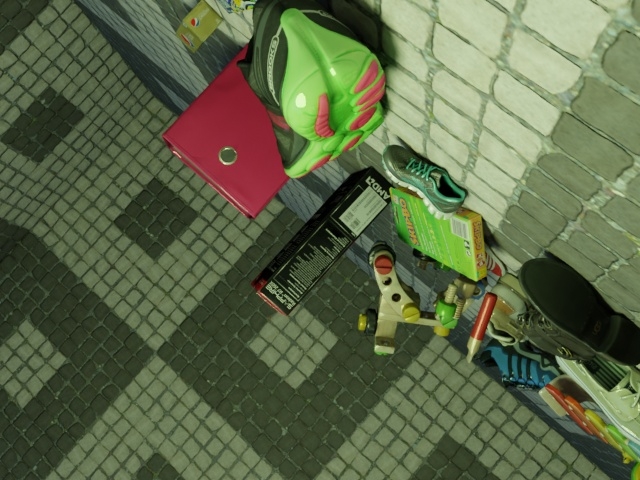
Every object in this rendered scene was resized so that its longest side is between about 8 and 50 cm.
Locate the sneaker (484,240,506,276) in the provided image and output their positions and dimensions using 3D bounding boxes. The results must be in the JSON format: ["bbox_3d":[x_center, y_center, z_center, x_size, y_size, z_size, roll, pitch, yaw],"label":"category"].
[{"bbox_3d":[0.314,0.049,1.276,0.118,0.067,0.042,45,174,-32],"label":"sneaker"}]

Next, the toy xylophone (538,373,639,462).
[{"bbox_3d":[0.604,0.375,1.394,0.236,0.081,0.322,44,174,-20],"label":"toy xylophone"}]

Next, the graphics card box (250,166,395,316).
[{"bbox_3d":[0.000,0.000,1.493,0.094,0.371,0.233,42,174,-7],"label":"graphics card box"}]

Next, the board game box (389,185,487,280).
[{"bbox_3d":[0.221,-0.023,1.256,0.259,0.039,0.124,30,139,55],"label":"board game box"}]

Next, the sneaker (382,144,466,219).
[{"bbox_3d":[0.178,-0.108,1.091,0.166,0.065,0.076,39,159,-6],"label":"sneaker"}]

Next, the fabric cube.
[{"bbox_3d":[-0.159,-0.223,1.423,0.254,0.258,0.259,43,175,-9],"label":"fabric cube"}]

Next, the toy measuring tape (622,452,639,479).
[{"bbox_3d":[0.927,0.665,1.691,0.330,0.121,0.121,39,174,23],"label":"toy measuring tape"}]

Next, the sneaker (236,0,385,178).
[{"bbox_3d":[-0.015,-0.233,0.984,0.202,0.185,0.483,59,173,4],"label":"sneaker"}]

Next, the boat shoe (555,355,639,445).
[{"bbox_3d":[0.564,0.284,1.218,0.302,0.109,0.094,41,174,30],"label":"boat shoe"}]

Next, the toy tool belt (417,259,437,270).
[{"bbox_3d":[0.283,0.056,1.655,0.052,0.051,0.083,44,174,-30],"label":"toy tool belt"}]

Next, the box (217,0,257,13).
[{"bbox_3d":[-0.105,-0.365,0.921,0.054,0.059,0.169,43,175,-28],"label":"box"}]

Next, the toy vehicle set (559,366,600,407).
[{"bbox_3d":[0.691,0.385,1.500,0.267,0.035,0.166,43,175,-16],"label":"toy vehicle set"}]

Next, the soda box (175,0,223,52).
[{"bbox_3d":[-0.257,-0.445,1.362,0.058,0.061,0.181,43,175,-19],"label":"soda box"}]

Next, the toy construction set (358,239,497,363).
[{"bbox_3d":[0.214,0.155,1.324,0.257,0.237,0.309,7,-163,-26],"label":"toy construction set"}]

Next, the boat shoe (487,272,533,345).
[{"bbox_3d":[0.404,0.169,1.416,0.113,0.103,0.302,38,174,34],"label":"boat shoe"}]

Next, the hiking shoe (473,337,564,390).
[{"bbox_3d":[0.541,0.349,1.686,0.113,0.132,0.304,43,180,-34],"label":"hiking shoe"}]

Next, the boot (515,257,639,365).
[{"bbox_3d":[0.399,0.138,1.116,0.263,0.091,0.229,40,167,-4],"label":"boot"}]
